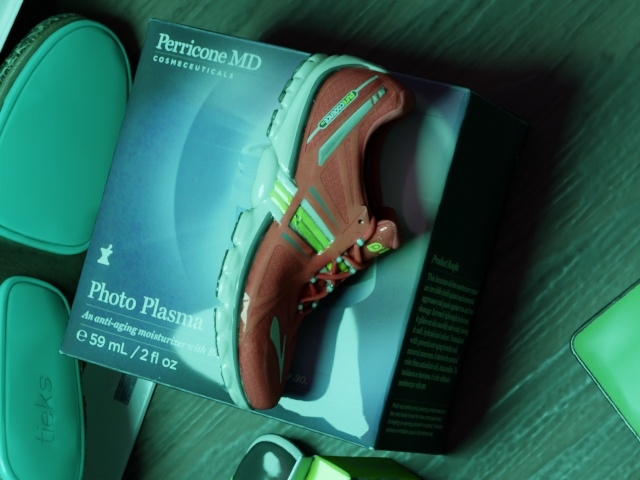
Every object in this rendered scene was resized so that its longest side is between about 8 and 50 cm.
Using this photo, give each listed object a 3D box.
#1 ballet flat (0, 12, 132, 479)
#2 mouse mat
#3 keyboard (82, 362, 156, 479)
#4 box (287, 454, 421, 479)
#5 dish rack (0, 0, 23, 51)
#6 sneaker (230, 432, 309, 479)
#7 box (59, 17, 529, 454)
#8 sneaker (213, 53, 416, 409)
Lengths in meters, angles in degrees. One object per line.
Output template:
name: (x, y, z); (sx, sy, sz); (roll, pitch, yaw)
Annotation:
ballet flat: (-0.280, 0.032, 1.734); (0.182, 0.164, 0.483); (-19, 59, 43)
mouse mat: (0.306, 0.107, 1.563); (0.152, 0.007, 0.189); (-40, 70, 14)
keyboard: (-0.183, 0.130, 1.776); (0.072, 0.014, 0.256); (21, 92, 20)
box: (0.013, 0.228, 1.581); (0.042, 0.178, 0.109); (27, 95, 24)
dish rack: (-0.414, -0.204, 1.790); (0.333, 0.072, 0.285); (29, 95, 42)
sneaker: (-0.069, 0.278, 1.656); (0.084, 0.097, 0.234); (17, 90, 25)
box: (-0.021, -0.004, 1.625); (0.296, 0.183, 0.294); (14, 88, 23)
sneaker: (0.000, 0.000, 1.466); (0.118, 0.107, 0.279); (17, 92, 11)
